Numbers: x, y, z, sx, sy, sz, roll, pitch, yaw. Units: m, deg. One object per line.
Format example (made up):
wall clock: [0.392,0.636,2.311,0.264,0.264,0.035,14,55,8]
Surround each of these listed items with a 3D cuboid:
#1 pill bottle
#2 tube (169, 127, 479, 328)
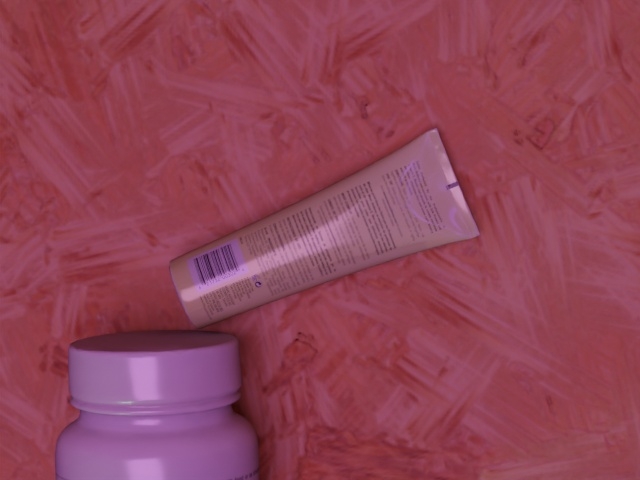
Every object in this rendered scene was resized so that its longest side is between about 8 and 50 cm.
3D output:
pill bottle: [-0.126,0.218,1.429,0.160,0.160,0.283,-1,95,9]
tube: [0.000,0.000,1.449,0.240,0.062,0.070,-23,134,5]
